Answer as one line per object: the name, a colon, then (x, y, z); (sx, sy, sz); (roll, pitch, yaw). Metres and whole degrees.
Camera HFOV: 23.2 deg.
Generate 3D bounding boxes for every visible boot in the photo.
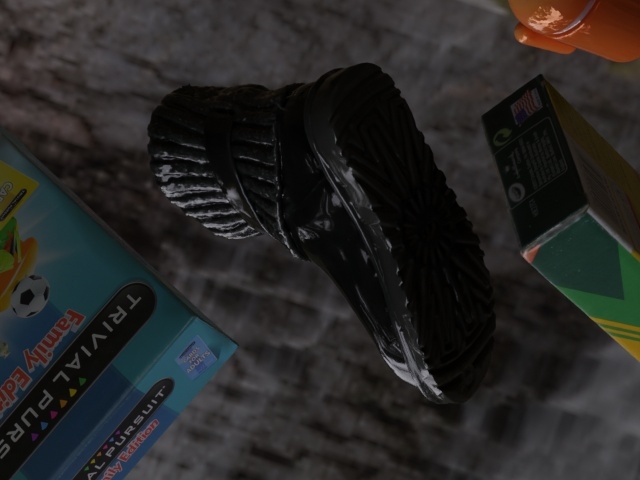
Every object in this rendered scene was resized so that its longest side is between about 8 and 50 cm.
boot: (0.002, -0.003, 1.464); (0.260, 0.348, 0.131); (-7, -158, 44)

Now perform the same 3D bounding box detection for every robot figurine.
robot figurine: (0.291, -0.268, 1.666); (0.219, 0.128, 0.158); (13, 176, -32)

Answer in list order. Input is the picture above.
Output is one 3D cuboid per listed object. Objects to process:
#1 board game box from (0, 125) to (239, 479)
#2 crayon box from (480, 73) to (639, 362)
board game box: (-0.268, 0.076, 1.307); (0.336, 0.254, 0.079); (39, 178, 33)
crayon box: (0.291, 0.009, 1.498); (0.318, 0.081, 0.202); (39, -154, -33)
